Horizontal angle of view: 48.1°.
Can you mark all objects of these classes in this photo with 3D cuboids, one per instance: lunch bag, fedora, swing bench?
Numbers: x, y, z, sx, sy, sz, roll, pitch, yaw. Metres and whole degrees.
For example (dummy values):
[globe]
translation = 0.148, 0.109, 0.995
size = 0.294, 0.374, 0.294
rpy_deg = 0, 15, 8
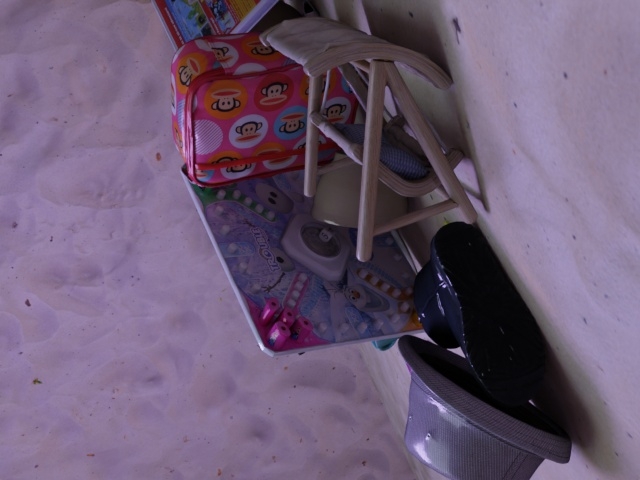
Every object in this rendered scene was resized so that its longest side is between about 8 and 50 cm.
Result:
[lunch bag]
translation = -0.088, -0.197, 1.132
size = 0.258, 0.293, 0.120
rpy_deg = 101, 148, -47
[fedora]
translation = 0.193, 0.246, 0.951
size = 0.243, 0.124, 0.275
rpy_deg = 25, -175, -30
[swing bench]
translation = 0.054, -0.152, 0.899
size = 0.253, 0.165, 0.255
rpy_deg = -124, 16, -61

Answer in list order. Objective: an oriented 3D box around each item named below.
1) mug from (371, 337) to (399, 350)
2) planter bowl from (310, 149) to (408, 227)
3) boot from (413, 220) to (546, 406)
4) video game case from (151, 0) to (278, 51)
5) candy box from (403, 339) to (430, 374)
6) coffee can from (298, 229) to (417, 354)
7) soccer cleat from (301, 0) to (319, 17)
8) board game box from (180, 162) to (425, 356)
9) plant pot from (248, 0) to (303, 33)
[mug]
translation = 0.154, 0.192, 1.768
size = 0.129, 0.097, 0.158
rpy_deg = 63, 175, 18
[planter bowl]
translation = 0.067, -0.089, 1.164
size = 0.162, 0.162, 0.109
rpy_deg = -132, 44, -72
[boot]
translation = 0.203, 0.115, 0.964
size = 0.207, 0.094, 0.246
rpy_deg = 87, 163, -68
[video game case]
translation = -0.149, -0.420, 1.149
size = 0.025, 0.285, 0.204
rpy_deg = 8, -131, -55
[candy box]
translation = 0.254, 0.313, 1.495
size = 0.233, 0.071, 0.159
rpy_deg = -160, 46, -81
[coffee can]
translation = 0.037, 0.084, 1.460
size = 0.201, 0.275, 0.202
rpy_deg = 155, 90, -84
[soccer cleat]
translation = -0.012, -0.371, 1.220
size = 0.035, 0.029, 0.083
rpy_deg = 70, 179, -75
[board game box]
translation = 0.000, 0.000, 1.233
size = 0.050, 0.390, 0.390
rpy_deg = -53, 53, 38
[plant pot]
translation = -0.111, -0.330, 1.322
size = 0.284, 0.284, 0.191
rpy_deg = 88, -168, -76
